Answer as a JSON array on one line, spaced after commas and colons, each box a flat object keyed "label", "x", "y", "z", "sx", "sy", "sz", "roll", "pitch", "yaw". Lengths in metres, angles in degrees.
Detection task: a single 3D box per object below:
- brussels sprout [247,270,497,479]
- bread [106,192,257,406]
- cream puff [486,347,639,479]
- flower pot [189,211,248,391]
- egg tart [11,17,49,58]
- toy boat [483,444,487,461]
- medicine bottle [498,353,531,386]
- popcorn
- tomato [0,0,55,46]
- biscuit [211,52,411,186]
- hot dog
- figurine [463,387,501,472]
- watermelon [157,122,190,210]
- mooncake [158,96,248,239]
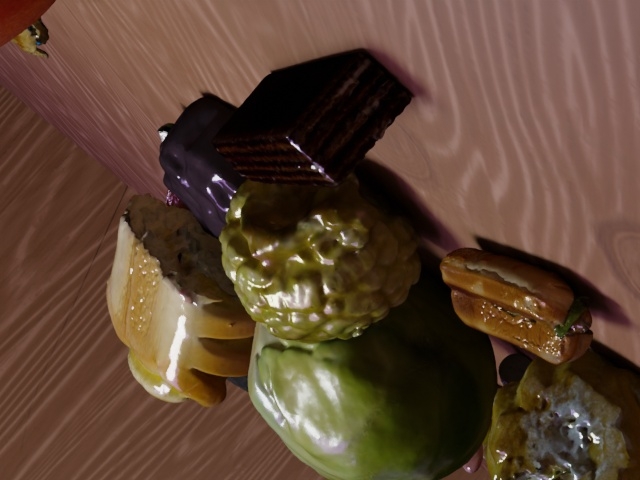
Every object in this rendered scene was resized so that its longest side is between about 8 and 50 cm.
[{"label": "brussels sprout", "x": 0.065, "y": 0.175, "z": 1.970, "sx": 0.344, "sy": 0.344, "sz": 0.268, "roll": 38, "pitch": 129, "yaw": 18}, {"label": "bread", "x": -0.186, "y": 0.103, "z": 2.269, "sx": 0.211, "sy": 0.270, "sz": 0.315, "roll": -3, "pitch": -150, "yaw": -28}, {"label": "cream puff", "x": 0.302, "y": 0.216, "z": 1.680, "sx": 0.221, "sy": 0.194, "sz": 0.194, "roll": 21, "pitch": 163, "yaw": 32}, {"label": "flower pot", "x": -0.109, "y": 0.108, "z": 2.518, "sx": 0.379, "sy": 0.251, "sz": 0.379, "roll": 33, "pitch": 178, "yaw": 2}, {"label": "egg tart", "x": -0.432, "y": -0.375, "z": 2.023, "sx": 0.291, "sy": 0.107, "sz": 0.291, "roll": 50, "pitch": 174, "yaw": 7}, {"label": "toy boat", "x": 0.268, "y": 0.334, "z": 2.771, "sx": 0.115, "sy": 0.089, "sz": 0.310, "roll": 41, "pitch": 173, "yaw": -26}, {"label": "medicine bottle", "x": 0.269, "y": 0.186, "z": 2.062, "sx": 0.047, "sy": 0.047, "sz": 0.083, "roll": 37, "pitch": 172, "yaw": 21}, {"label": "popcorn", "x": 0.000, "y": 0.000, "z": 1.775, "sx": 0.237, "sy": 0.206, "sz": 0.251, "roll": 52, "pitch": 153, "yaw": 21}, {"label": "tomato", "x": -0.401, "y": -0.331, "z": 1.475, "sx": 0.341, "sy": 0.273, "sz": 0.341, "roll": 39, "pitch": 173, "yaw": 6}, {"label": "biscuit", "x": -0.022, "y": -0.115, "z": 1.502, "sx": 0.073, "sy": 0.107, "sz": 0.388, "roll": 42, "pitch": 172, "yaw": -12}, {"label": "hot dog", "x": 0.209, "y": 0.061, "z": 1.564, "sx": 0.104, "sy": 0.076, "sz": 0.250, "roll": 63, "pitch": 161, "yaw": -18}, {"label": "figurine", "x": 0.178, "y": 0.267, "z": 2.576, "sx": 0.193, "sy": 0.154, "sz": 0.421, "roll": 29, "pitch": 176, "yaw": -42}, {"label": "watermelon", "x": -0.184, "y": -0.123, "z": 2.350, "sx": 0.193, "sy": 0.137, "sz": 0.145, "roll": 32, "pitch": 135, "yaw": 48}, {"label": "mooncake", "x": -0.105, "y": -0.065, "z": 2.105, "sx": 0.283, "sy": 0.141, "sz": 0.283, "roll": 39, "pitch": 170, "yaw": 8}]
